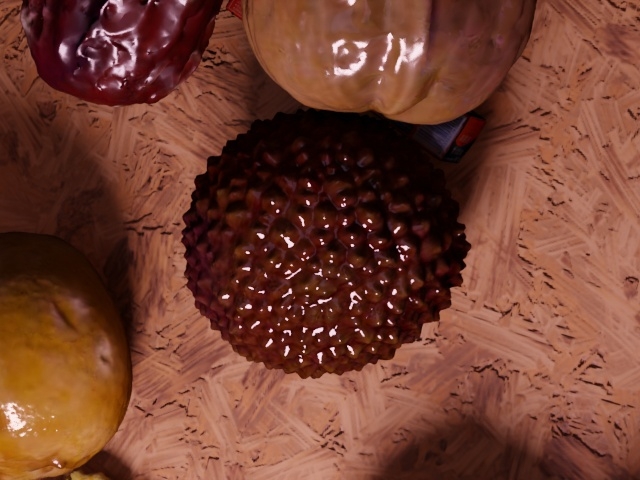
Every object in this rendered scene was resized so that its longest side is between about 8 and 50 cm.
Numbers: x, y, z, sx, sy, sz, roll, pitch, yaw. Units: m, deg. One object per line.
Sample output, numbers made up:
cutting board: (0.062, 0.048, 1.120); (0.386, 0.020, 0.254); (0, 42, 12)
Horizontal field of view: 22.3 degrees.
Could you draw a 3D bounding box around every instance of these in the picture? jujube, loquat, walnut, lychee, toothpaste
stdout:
jujube: (-0.200, -0.339, 1.852); (0.258, 0.258, 0.377); (19, 103, 18)
loquat: (-0.346, 0.139, 1.906); (0.276, 0.276, 0.284); (-18, 59, 19)
walnut: (0.074, -0.292, 1.637); (0.306, 0.306, 0.344); (15, 105, 19)
lychee: (0.000, 0.000, 1.757); (0.306, 0.306, 0.330); (63, 151, 9)
toothpaste: (0.038, -0.202, 1.856); (0.320, 0.076, 0.066); (37, 102, 15)

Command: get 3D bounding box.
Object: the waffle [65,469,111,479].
waffle: (-0.280, 0.428, 1.979); (0.262, 0.060, 0.280); (32, 102, 13)
